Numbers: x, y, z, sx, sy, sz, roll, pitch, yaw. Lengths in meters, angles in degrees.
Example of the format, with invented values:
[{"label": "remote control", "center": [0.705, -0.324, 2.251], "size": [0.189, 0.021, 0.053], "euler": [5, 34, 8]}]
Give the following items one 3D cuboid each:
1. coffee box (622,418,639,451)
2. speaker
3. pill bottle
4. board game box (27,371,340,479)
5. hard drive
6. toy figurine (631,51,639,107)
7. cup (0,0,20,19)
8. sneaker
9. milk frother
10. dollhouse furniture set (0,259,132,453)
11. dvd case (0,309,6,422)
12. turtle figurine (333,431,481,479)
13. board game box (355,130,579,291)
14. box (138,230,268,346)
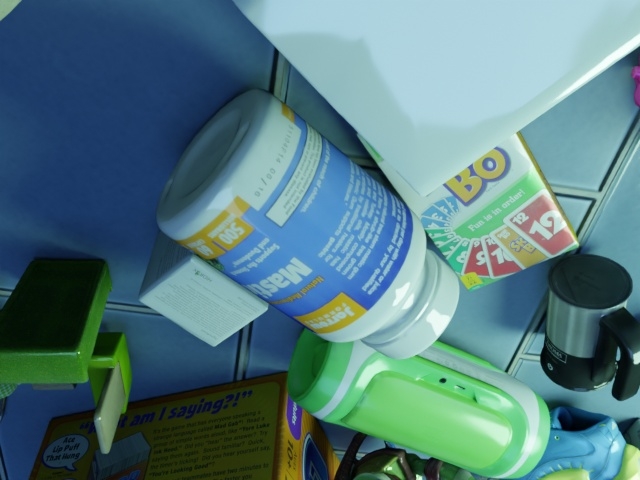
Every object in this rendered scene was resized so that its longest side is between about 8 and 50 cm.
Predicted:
[{"label": "coffee box", "center": [0.434, 0.405, 1.015], "size": [0.119, 0.168, 0.297], "euler": [12, 130, -9]}, {"label": "speaker", "center": [0.116, 0.181, 0.856], "size": [0.296, 0.131, 0.131], "euler": [24, 128, -18]}, {"label": "pill bottle", "center": [0.000, 0.000, 0.681], "size": [0.272, 0.152, 0.152], "euler": [37, 123, -26]}, {"label": "board game box", "center": [-0.154, 0.443, 0.940], "size": [0.356, 0.356, 0.356], "euler": [-14, 129, 14]}, {"label": "hard drive", "center": [0.140, -0.212, 0.536], "size": [0.353, 0.047, 0.233], "euler": [-36, 114, 26]}, {"label": "toy figurine", "center": [0.336, -0.124, 0.602], "size": [0.159, 0.130, 0.173], "euler": [39, 100, -17]}, {"label": "cup", "center": [-0.282, -0.241, 0.406], "size": [0.331, 0.331, 0.237], "euler": [-25, 152, 22]}, {"label": "sneaker", "center": [0.303, 0.281, 0.982], "size": [0.240, 0.091, 0.126], "euler": [-22, 94, 36]}, {"label": "milk frother", "center": [0.321, 0.085, 0.796], "size": [0.143, 0.129, 0.135], "euler": [-35, 137, -26]}, {"label": "dollhouse furniture set", "center": [-0.377, 0.141, 0.796], "size": [0.301, 0.151, 0.197], "euler": [0, 125, -2]}, {"label": "dvd case", "center": [-0.470, 0.146, 0.914], "size": [0.164, 0.018, 0.221], "euler": [17, 130, -13]}, {"label": "turtle figurine", "center": [0.101, 0.349, 0.864], "size": [0.198, 0.275, 0.266], "euler": [-11, 166, 24]}, {"label": "board game box", "center": [0.140, -0.061, 0.704], "size": [0.124, 0.039, 0.259], "euler": [-26, 123, 22]}, {"label": "box", "center": [-0.112, 0.030, 0.744], "size": [0.087, 0.101, 0.102], "euler": [-35, 122, 29]}]
